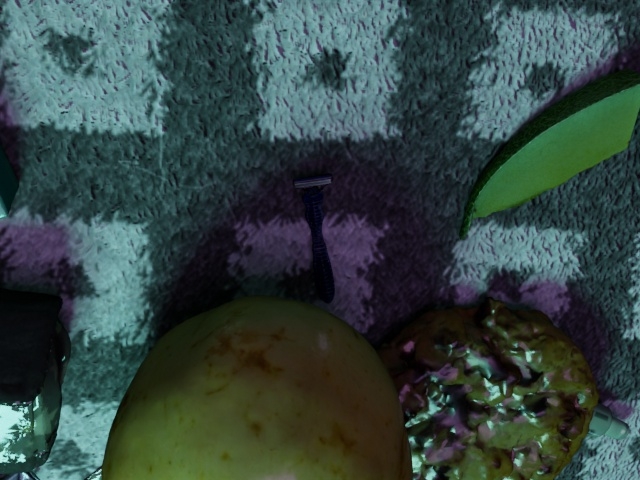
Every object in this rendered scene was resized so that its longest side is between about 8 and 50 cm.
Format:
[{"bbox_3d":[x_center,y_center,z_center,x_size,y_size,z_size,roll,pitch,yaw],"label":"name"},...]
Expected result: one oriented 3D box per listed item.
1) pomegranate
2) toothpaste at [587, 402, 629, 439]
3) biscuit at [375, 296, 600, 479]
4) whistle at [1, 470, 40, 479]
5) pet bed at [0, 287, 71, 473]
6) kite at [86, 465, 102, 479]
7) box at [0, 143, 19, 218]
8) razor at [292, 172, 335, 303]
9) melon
[{"bbox_3d":[-0.051,0.215,0.917,0.342,0.342,0.342,-4,114,-10],"label":"pomegranate"},{"bbox_3d":[0.294,0.207,1.120,0.255,0.037,0.067,25,108,-16],"label":"toothpaste"},{"bbox_3d":[0.175,0.223,1.060,0.334,0.081,0.289,-31,110,7],"label":"biscuit"},{"bbox_3d":[-0.407,0.327,1.029,0.176,0.033,0.033,-38,115,6],"label":"whistle"},{"bbox_3d":[-0.362,0.116,0.867,0.211,0.183,0.159,5,118,-11],"label":"pet bed"},{"bbox_3d":[-0.226,0.304,1.070,0.157,0.011,0.139,2,115,-12],"label":"kite"},{"bbox_3d":[-0.402,-0.118,0.802,0.153,0.092,0.245,-20,115,-3],"label":"box"},{"bbox_3d":[-0.001,-0.002,0.970,0.044,0.028,0.154,-11,114,-7],"label":"razor"},{"bbox_3d":[0.257,-0.091,0.987,0.262,0.053,0.114,-37,133,10],"label":"melon"}]
